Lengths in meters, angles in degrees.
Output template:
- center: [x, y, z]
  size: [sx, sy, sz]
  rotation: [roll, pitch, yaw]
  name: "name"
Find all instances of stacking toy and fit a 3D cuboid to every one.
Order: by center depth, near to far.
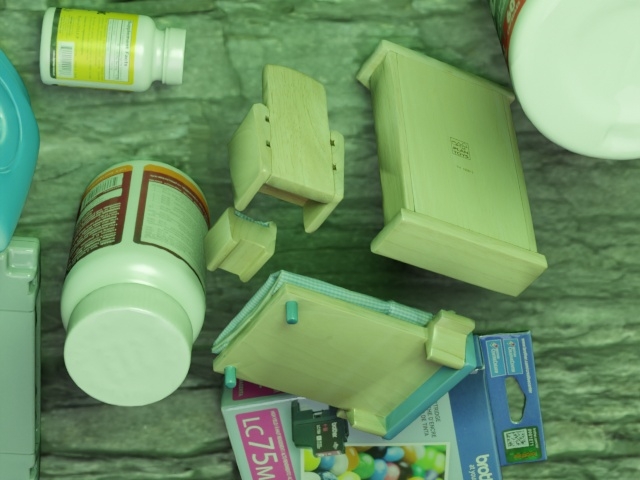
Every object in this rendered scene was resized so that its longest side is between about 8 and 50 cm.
- center: [-0.401, -0.063, 1.203]
  size: [0.302, 0.166, 0.175]
  rotation: [-15, 133, 21]
  name: "stacking toy"

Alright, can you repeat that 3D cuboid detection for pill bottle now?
- center: [0.200, -0.194, 1.047]
  size: [0.161, 0.283, 0.161]
  rotation: [-1, 123, -1]
  name: "pill bottle"
- center: [-0.171, -0.157, 1.186]
  size: [0.116, 0.065, 0.065]
  rotation: [5, 123, -6]
  name: "pill bottle"
- center: [-0.157, 0.034, 1.218]
  size: [0.121, 0.221, 0.121]
  rotation: [-1, 123, -1]
  name: "pill bottle"

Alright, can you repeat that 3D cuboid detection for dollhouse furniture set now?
- center: [0.000, 0.000, 1.232]
  size: [0.286, 0.198, 0.303]
  rotation: [18, 135, -24]
  name: "dollhouse furniture set"

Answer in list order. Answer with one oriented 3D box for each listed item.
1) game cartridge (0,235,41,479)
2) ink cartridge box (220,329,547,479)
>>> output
- center: [-0.367, 0.117, 1.366]
  size: [0.198, 0.062, 0.297]
  rotation: [7, 123, -2]
  name: "game cartridge"
- center: [0.070, 0.196, 1.432]
  size: [0.311, 0.065, 0.186]
  rotation: [-11, 123, 2]
  name: "ink cartridge box"
